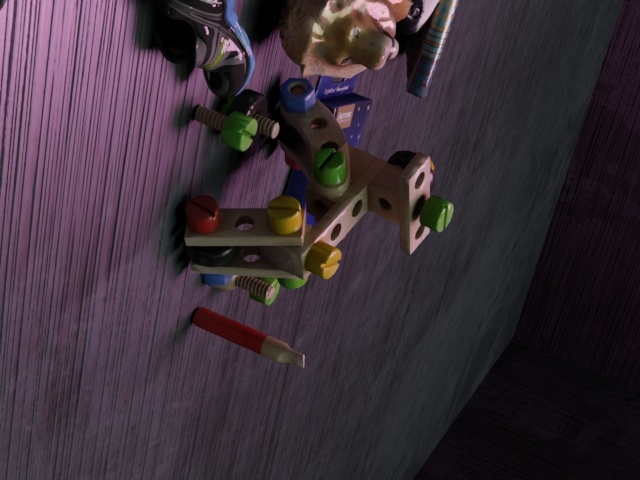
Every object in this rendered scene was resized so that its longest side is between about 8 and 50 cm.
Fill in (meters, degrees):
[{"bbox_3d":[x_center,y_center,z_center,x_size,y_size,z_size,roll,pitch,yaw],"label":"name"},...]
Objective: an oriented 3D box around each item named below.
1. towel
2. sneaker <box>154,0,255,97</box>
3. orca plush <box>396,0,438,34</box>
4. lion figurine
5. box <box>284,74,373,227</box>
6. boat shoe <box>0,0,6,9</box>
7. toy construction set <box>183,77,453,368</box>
[{"bbox_3d":[0.172,-0.381,1.677,0.271,0.040,0.370,-79,-173,-72],"label":"towel"},{"bbox_3d":[-0.110,-0.183,1.189,0.078,0.067,0.188,-41,159,-10],"label":"sneaker"},{"bbox_3d":[0.114,-0.377,1.528,0.102,0.151,0.287,3,134,-34],"label":"orca plush"},{"bbox_3d":[0.066,-0.365,1.374,0.240,0.142,0.392,-10,110,-40],"label":"lion figurine"},{"bbox_3d":[0.008,-0.106,1.669,0.136,0.036,0.225,-25,134,-66],"label":"box"},{"bbox_3d":[-0.175,-0.280,0.766,0.306,0.105,0.113,-68,163,4],"label":"boat shoe"},{"bbox_3d":[0.000,0.000,1.431,0.257,0.237,0.309,-39,148,-57],"label":"toy construction set"}]
